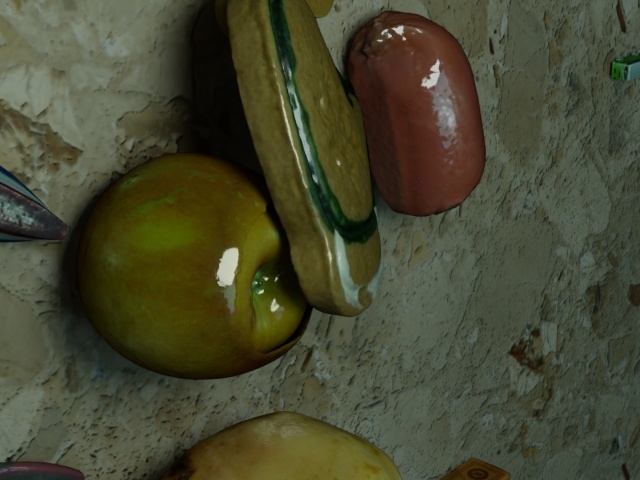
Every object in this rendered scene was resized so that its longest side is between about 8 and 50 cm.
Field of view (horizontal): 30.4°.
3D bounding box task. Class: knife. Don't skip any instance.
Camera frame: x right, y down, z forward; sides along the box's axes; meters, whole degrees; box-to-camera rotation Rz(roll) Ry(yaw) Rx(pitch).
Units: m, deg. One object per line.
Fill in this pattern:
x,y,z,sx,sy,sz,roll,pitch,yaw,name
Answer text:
-0.326,0.224,1.107,0.247,0.018,0.035,13,98,-46,knife

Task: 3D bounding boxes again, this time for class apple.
-0.111,0.031,1.119,0.237,0.207,0.237,-23,122,-42,apple

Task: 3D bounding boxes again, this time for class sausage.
0.116,-0.140,1.351,0.148,0.148,0.254,-30,124,-37,sausage

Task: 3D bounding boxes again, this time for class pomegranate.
-0.032,0.347,1.215,0.342,0.342,0.342,-19,117,-42,pomegranate

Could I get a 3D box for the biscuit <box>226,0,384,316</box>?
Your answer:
0.002,-0.101,1.158,0.287,0.057,0.343,-36,112,-73,biscuit

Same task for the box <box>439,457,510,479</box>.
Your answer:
0.159,0.445,1.660,0.274,0.076,0.174,-23,122,-40,box

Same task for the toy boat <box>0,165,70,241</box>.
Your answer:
-0.304,-0.038,1.014,0.229,0.046,0.080,27,81,-46,toy boat

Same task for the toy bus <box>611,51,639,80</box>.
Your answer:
0.468,-0.260,1.759,0.083,0.037,0.031,-22,120,-41,toy bus

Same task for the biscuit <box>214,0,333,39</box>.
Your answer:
-0.029,-0.302,1.214,0.240,0.035,0.158,-31,128,-36,biscuit
